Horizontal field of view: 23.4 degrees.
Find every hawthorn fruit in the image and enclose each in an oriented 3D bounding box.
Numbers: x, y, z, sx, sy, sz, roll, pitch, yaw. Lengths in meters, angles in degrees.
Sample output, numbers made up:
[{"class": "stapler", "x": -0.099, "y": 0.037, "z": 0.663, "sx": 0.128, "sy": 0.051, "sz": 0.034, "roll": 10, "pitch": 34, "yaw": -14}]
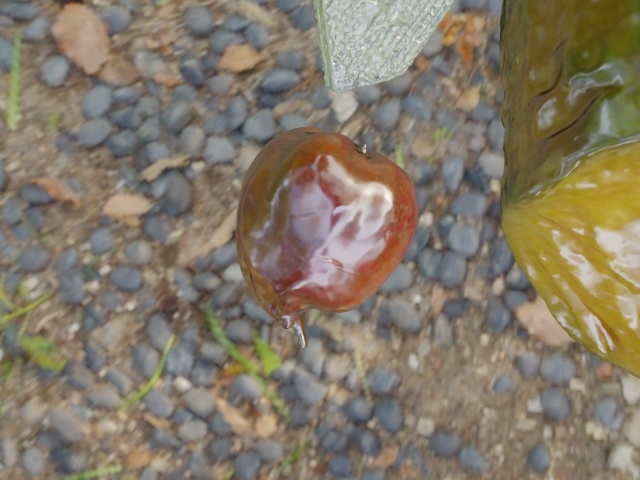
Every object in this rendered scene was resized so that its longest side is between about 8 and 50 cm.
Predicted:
[{"class": "hawthorn fruit", "x": 0.000, "y": 0.000, "z": 1.776, "sx": 0.208, "sy": 0.208, "sz": 0.248, "roll": 17, "pitch": 85, "yaw": 5}]

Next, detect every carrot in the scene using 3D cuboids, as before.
[{"class": "carrot", "x": 0.235, "y": -0.078, "z": 1.014, "sx": 0.241, "sy": 0.241, "sz": 0.341, "roll": -5, "pitch": 72, "yaw": 11}]

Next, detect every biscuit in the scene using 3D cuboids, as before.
[{"class": "biscuit", "x": 0.056, "y": -0.272, "z": 1.504, "sx": 0.147, "sy": 0.046, "sz": 0.250, "roll": -15, "pitch": 121, "yaw": -15}]
